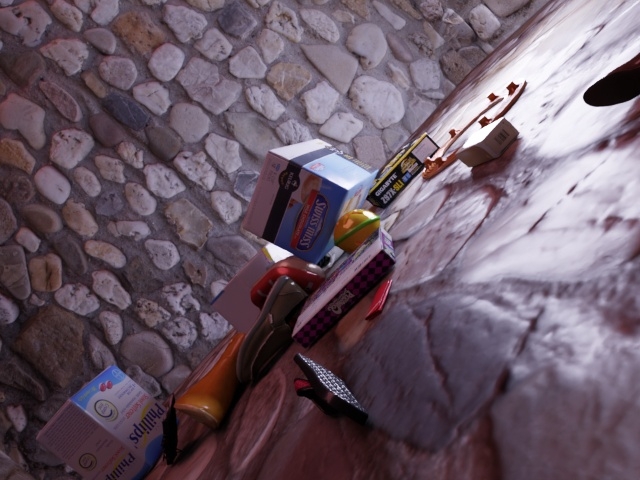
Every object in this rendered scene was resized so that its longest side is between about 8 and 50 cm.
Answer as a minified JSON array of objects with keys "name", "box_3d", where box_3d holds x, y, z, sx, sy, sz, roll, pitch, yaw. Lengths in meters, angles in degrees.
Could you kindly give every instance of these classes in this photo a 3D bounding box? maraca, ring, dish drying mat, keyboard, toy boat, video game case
[{"name":"maraca","box_3d":[0.088,-0.020,1.060,0.127,0.099,0.185,-28,-6,-4]},{"name":"ring","box_3d":[0.381,-0.290,1.119,0.336,0.032,0.336,-47,3,3]},{"name":"dish drying mat","box_3d":[0.087,0.087,0.644,0.032,0.008,0.083,-45,4,33]},{"name":"keyboard","box_3d":[-0.318,0.428,0.948,0.100,0.038,0.192,-91,9,-52]},{"name":"toy boat","box_3d":[-0.081,0.150,1.093,0.231,0.151,0.151,-44,35,42]},{"name":"video game case","box_3d":[0.049,0.082,0.846,0.232,0.042,0.210,-46,4,13]}]

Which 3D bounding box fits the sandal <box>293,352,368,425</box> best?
[{"name":"sandal","box_3d":[-0.001,0.162,0.462,0.040,0.067,0.179,-59,8,-7]}]

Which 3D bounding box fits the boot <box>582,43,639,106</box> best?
[{"name":"boot","box_3d":[0.355,-0.203,0.481,0.106,0.037,0.114,-22,25,48]}]

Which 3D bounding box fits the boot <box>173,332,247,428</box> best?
[{"name":"boot","box_3d":[-0.222,0.300,0.969,0.211,0.104,0.295,-60,1,-25]}]

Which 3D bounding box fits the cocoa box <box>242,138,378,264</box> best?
[{"name":"cocoa box","box_3d":[-0.013,-0.124,1.214,0.231,0.228,0.347,-66,-11,24]}]

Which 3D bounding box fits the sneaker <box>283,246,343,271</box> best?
[{"name":"sneaker","box_3d":[0.002,0.055,1.247,0.091,0.094,0.258,4,23,41]}]

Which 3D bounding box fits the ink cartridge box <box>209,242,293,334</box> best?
[{"name":"ink cartridge box","box_3d":[-0.181,0.153,1.430,0.198,0.197,0.270,-43,5,38]}]

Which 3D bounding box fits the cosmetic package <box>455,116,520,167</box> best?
[{"name":"cosmetic package","box_3d":[0.295,-0.172,0.774,0.060,0.041,0.115,-48,4,-3]}]

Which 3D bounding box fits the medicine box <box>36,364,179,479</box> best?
[{"name":"medicine box","box_3d":[-0.603,0.553,1.273,0.149,0.289,0.263,-49,4,2]}]

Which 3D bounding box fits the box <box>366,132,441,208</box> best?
[{"name":"box","box_3d":[0.259,-0.230,1.480,0.257,0.079,0.322,-48,4,6]}]

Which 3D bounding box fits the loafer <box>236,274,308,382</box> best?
[{"name":"loafer","box_3d":[-0.103,0.201,0.951,0.094,0.087,0.251,72,-138,-75]}]
